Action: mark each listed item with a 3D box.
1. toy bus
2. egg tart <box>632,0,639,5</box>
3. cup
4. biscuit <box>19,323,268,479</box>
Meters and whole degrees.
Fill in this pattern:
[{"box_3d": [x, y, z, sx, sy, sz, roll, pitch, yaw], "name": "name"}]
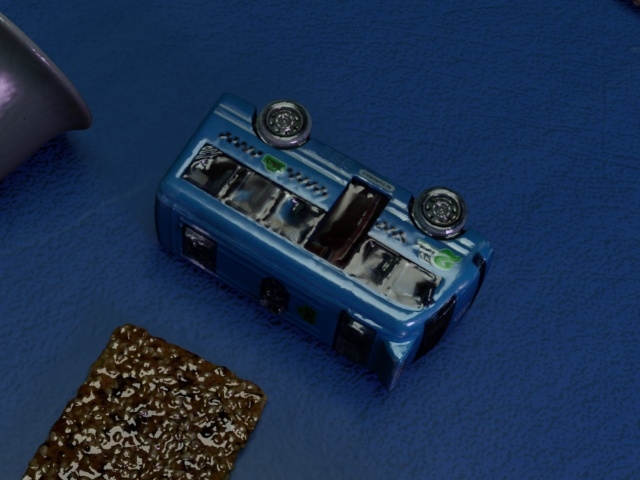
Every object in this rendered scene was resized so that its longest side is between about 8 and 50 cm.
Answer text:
[{"box_3d": [0.000, 0.000, 1.027, 0.246, 0.113, 0.134, 31, 63, 10], "name": "toy bus"}, {"box_3d": [0.356, -0.298, 1.298, 0.197, 0.078, 0.197, 4, 61, -7], "name": "egg tart"}, {"box_3d": [-0.296, -0.098, 1.010, 0.199, 0.199, 0.150, 35, 78, 11], "name": "cup"}, {"box_3d": [-0.141, 0.175, 0.946, 0.131, 0.026, 0.237, 25, 57, 6], "name": "biscuit"}]
